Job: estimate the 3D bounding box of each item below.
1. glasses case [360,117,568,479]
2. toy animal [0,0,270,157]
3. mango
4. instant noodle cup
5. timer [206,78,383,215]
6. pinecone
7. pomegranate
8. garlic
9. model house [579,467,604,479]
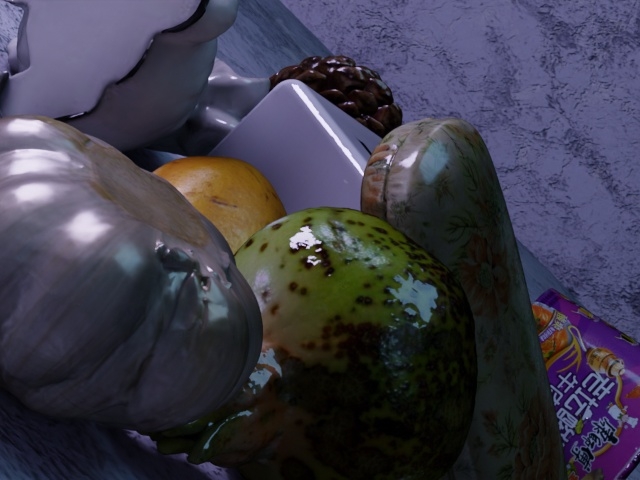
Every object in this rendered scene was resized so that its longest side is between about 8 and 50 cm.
[{"bbox_3d":[0.127,0.103,1.297,0.156,0.098,0.425,-42,123,-52],"label":"glasses case"},{"bbox_3d":[-0.158,-0.160,1.437,0.258,0.194,0.357,7,-5,18],"label":"toy animal"},{"bbox_3d":[-0.098,0.008,1.248,0.145,0.112,0.219,31,28,-4],"label":"mango"},{"bbox_3d":[0.259,0.183,1.649,0.190,0.251,0.251,39,10,13],"label":"instant noodle cup"},{"bbox_3d":[0.000,0.000,1.428,0.195,0.192,0.194,30,20,-53],"label":"timer"},{"bbox_3d":[0.011,-0.137,1.902,0.208,0.208,0.208,43,12,-12],"label":"pinecone"},{"bbox_3d":[-0.021,0.104,1.104,0.222,0.276,0.204,61,-19,16],"label":"pomegranate"},{"bbox_3d":[-0.142,0.030,0.942,0.228,0.152,0.228,41,9,-8],"label":"garlic"},{"bbox_3d":[0.188,0.310,1.056,0.234,0.193,0.175,50,12,9],"label":"model house"}]
